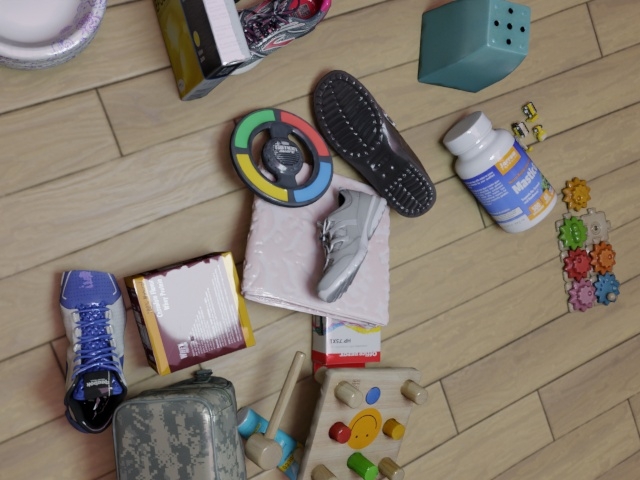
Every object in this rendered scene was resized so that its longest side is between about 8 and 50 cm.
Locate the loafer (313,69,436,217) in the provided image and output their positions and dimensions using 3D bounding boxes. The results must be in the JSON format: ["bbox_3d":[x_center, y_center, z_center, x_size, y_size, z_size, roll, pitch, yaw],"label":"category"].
[{"bbox_3d":[0.115,-0.208,1.620,0.133,0.130,0.366,-34,93,15],"label":"loafer"}]

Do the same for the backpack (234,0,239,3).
[{"bbox_3d":[-0.185,-0.550,1.487,0.182,0.152,0.115,-43,99,-4],"label":"backpack"}]

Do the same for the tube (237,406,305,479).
[{"bbox_3d":[-0.096,0.428,1.553,0.207,0.052,0.080,43,86,-22],"label":"tube"}]

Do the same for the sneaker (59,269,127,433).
[{"bbox_3d":[-0.406,0.212,1.356,0.127,0.182,0.316,-1,90,-23],"label":"sneaker"}]

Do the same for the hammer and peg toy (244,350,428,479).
[{"bbox_3d":[0.044,0.372,1.492,0.361,0.127,0.266,8,102,-38],"label":"hammer and peg toy"}]

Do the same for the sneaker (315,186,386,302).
[{"bbox_3d":[0.036,0.006,1.471,0.115,0.105,0.281,24,48,2],"label":"sneaker"}]

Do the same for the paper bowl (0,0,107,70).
[{"bbox_3d":[-0.535,-0.450,1.331,0.284,0.148,0.285,0,90,-22],"label":"paper bowl"}]

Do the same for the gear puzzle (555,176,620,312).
[{"bbox_3d":[0.682,0.005,1.868,0.175,0.044,0.339,-11,93,-22],"label":"gear puzzle"}]

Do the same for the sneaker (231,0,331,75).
[{"bbox_3d":[-0.112,-0.447,1.521,0.299,0.112,0.121,-36,102,-18],"label":"sneaker"}]

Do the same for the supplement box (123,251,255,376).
[{"bbox_3d":[-0.257,0.137,1.444,0.194,0.129,0.192,-17,96,-22],"label":"supplement box"}]

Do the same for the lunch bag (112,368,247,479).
[{"bbox_3d":[-0.239,0.414,1.388,0.212,0.256,0.305,-7,90,14],"label":"lunch bag"}]

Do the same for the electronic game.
[{"bbox_3d":[-0.077,-0.171,1.514,0.229,0.048,0.229,12,60,-23],"label":"electronic game"}]

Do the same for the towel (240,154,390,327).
[{"bbox_3d":[0.000,0.000,1.531,0.316,0.053,0.332,17,58,-21],"label":"towel"}]

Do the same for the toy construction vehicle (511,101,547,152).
[{"bbox_3d":[0.508,-0.276,1.813,0.086,0.035,0.098,-44,107,-28],"label":"toy construction vehicle"}]

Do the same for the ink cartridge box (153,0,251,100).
[{"bbox_3d":[-0.242,-0.440,1.366,0.072,0.303,0.307,-20,96,-22],"label":"ink cartridge box"}]

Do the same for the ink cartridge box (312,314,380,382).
[{"bbox_3d":[0.057,0.193,1.596,0.134,0.078,0.231,0,89,-24],"label":"ink cartridge box"}]

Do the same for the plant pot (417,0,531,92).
[{"bbox_3d":[0.348,-0.444,1.640,0.165,0.234,0.166,5,87,-21],"label":"plant pot"}]

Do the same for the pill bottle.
[{"bbox_3d":[0.408,-0.160,1.704,0.152,0.152,0.272,-47,106,-16],"label":"pill bottle"}]
